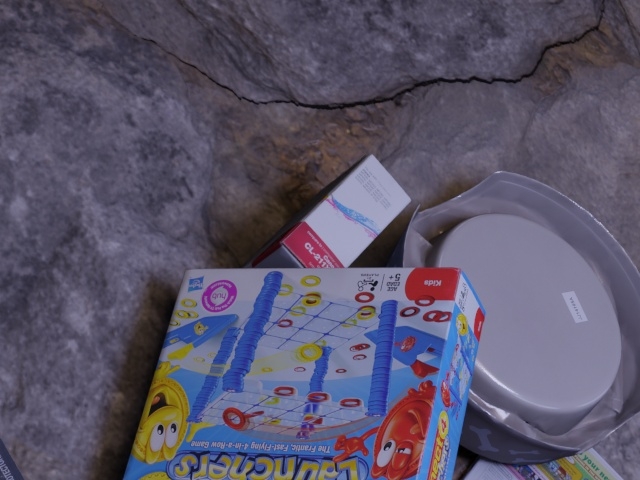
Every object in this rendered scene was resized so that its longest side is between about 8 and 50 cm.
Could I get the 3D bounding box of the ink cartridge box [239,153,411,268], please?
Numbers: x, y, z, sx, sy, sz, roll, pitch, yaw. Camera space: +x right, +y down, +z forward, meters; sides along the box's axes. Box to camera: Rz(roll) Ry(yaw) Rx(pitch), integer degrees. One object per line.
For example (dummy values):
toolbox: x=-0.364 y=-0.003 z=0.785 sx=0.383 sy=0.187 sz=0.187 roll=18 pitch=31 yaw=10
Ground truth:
ink cartridge box: x=0.000 y=0.000 z=1.947 sx=0.072 sy=0.127 sz=0.175 roll=48 pitch=53 yaw=-4

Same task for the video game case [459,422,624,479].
video game case: x=0.261 y=0.302 z=2.025 sx=0.212 sy=0.023 sz=0.193 roll=45 pitch=53 yaw=-3

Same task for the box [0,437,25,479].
box: x=-0.378 y=0.301 z=1.566 sx=0.270 sy=0.143 sz=0.165 roll=-28 pitch=83 yaw=-37

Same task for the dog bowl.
dog bowl: x=0.217 y=0.094 z=2.028 sx=0.348 sy=0.102 sz=0.349 roll=17 pitch=53 yaw=-24

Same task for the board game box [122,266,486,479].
board game box: x=-0.020 y=0.174 z=1.754 sx=0.086 sy=0.308 sz=0.302 roll=60 pitch=37 yaw=-49
